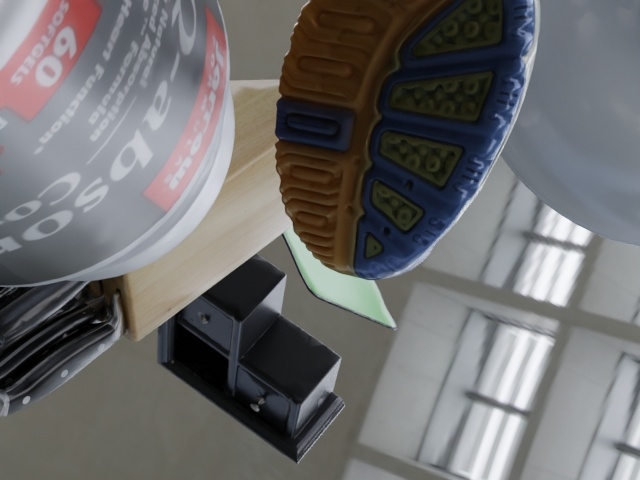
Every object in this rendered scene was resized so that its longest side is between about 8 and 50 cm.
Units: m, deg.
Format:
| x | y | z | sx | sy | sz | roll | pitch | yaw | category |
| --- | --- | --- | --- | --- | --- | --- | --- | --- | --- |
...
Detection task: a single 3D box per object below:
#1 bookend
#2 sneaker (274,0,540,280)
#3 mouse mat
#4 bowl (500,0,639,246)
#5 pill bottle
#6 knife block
| x | y | z | sx | sy | sz | roll | pitch | yaw | category |
| --- | --- | --- | --- | --- | --- | --- | --- | --- | --- |
| -0.053 | 0.085 | 1.124 | 0.157 | 0.156 | 0.072 | 34 | -121 | 14 | bookend |
| 0.067 | -0.124 | 0.630 | 0.112 | 0.131 | 0.296 | 17 | -84 | 20 | sneaker |
| 0.000 | 0.000 | 1.322 | 0.007 | 0.153 | 0.189 | -39 | -126 | 20 | mouse mat |
| 0.253 | -0.148 | 0.898 | 0.134 | 0.298 | 0.297 | 153 | -47 | -75 | bowl |
| -0.155 | -0.092 | 0.591 | 0.210 | 0.363 | 0.210 | -1 | -99 | 8 | pill bottle |
| -0.114 | 0.003 | 0.883 | 0.276 | 0.088 | 0.242 | -1 | -135 | -3 | knife block |
